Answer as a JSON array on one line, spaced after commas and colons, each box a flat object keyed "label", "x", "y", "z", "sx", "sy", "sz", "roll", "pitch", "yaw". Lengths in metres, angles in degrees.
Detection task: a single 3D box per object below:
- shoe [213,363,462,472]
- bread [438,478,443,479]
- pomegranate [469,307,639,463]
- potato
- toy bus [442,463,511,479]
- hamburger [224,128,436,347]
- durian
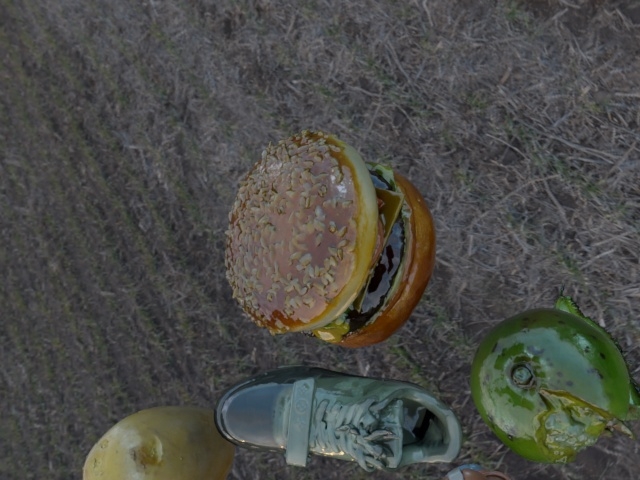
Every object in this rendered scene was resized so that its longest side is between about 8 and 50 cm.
[{"label": "shoe", "x": 0.029, "y": 0.209, "z": 0.666, "sx": 0.149, "sy": 0.293, "sz": 0.109, "roll": 162, "pitch": 112, "yaw": -73}, {"label": "bread", "x": 0.346, "y": 0.891, "z": 1.619, "sx": 0.216, "sy": 0.398, "sz": 0.397, "roll": 15, "pitch": 98, "yaw": 9}, {"label": "pomegranate", "x": 0.383, "y": 0.234, "z": 0.901, "sx": 0.236, "sy": 0.302, "sz": 0.235, "roll": -35, "pitch": 43, "yaw": 40}, {"label": "potato", "x": -0.203, "y": 0.303, "z": 0.754, "sx": 0.150, "sy": 0.234, "sz": 0.146, "roll": -33, "pitch": 63, "yaw": 19}, {"label": "toy bus", "x": 0.266, "y": 0.479, "z": 0.908, "sx": 0.194, "sy": 0.287, "sz": 0.232, "roll": -29, "pitch": 67, "yaw": 7}, {"label": "hamburger", "x": 0.000, "y": 0.000, "z": 0.774, "sx": 0.291, "sy": 0.225, "sz": 0.290, "roll": -21, "pitch": 62, "yaw": 45}, {"label": "durian", "x": 0.552, "y": 0.225, "z": 1.148, "sx": 0.132, "sy": 0.106, "sz": 0.375, "roll": -21, "pitch": 32, "yaw": 5}]
